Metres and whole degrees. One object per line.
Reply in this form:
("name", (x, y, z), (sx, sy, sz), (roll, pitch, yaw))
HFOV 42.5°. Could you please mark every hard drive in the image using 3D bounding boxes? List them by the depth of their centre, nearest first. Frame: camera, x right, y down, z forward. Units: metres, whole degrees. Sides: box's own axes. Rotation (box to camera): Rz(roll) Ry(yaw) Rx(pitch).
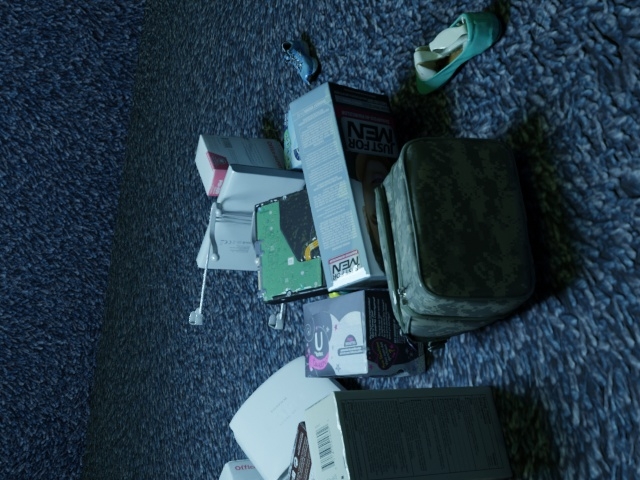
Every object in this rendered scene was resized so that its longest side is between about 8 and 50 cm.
("hard drive", (0.000, 0.000, 1.781), (0.339, 0.064, 0.236), (-15, 71, 36))
("hard drive", (-0.177, -0.051, 2.088), (0.307, 0.203, 0.040), (-66, 34, 33))

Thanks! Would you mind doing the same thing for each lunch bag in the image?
("lunch bag", (0.206, 0.011, 1.384), (0.256, 0.213, 0.305), (115, 151, -66))

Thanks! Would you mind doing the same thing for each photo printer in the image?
("photo printer", (-0.054, 0.394, 1.789), (0.256, 0.107, 0.307), (-42, 30, -8))

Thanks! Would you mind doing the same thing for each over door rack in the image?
("over door rack", (-0.173, 0.078, 2.033), (0.108, 0.240, 0.324), (-138, 57, -62))

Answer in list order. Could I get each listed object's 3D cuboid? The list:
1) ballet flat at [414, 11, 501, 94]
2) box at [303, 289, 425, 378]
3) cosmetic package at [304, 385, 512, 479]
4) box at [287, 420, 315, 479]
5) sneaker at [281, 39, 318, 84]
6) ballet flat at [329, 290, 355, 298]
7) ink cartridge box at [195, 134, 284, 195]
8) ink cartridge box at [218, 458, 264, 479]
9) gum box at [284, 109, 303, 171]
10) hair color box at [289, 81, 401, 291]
("ballet flat", (0.223, -0.346, 1.504), (0.247, 0.087, 0.083), (-32, 59, 57))
("box", (0.080, 0.194, 1.645), (0.247, 0.142, 0.163), (-20, 69, 60))
("cosmetic package", (0.143, 0.329, 1.336), (0.113, 0.310, 0.160), (-44, 48, 51))
("box", (0.065, 0.454, 1.576), (0.167, 0.203, 0.168), (32, 114, 59))
("sneaker", (-0.058, -0.446, 2.054), (0.063, 0.073, 0.162), (-64, 35, 35))
("ballet flat", (0.022, 0.042, 1.852), (0.077, 0.077, 0.230), (109, 150, -57))
("ink cartridge box", (-0.199, -0.192, 2.131), (0.158, 0.218, 0.092), (-115, 34, -43))
("ink cartridge box", (-0.142, 0.639, 1.989), (0.093, 0.154, 0.212), (-65, 35, 36))
("gum box", (-0.033, -0.261, 2.018), (0.184, 0.041, 0.156), (-16, 73, 61))
("hair color box", (0.074, -0.098, 1.563), (0.114, 0.185, 0.374), (-22, 75, 40))
